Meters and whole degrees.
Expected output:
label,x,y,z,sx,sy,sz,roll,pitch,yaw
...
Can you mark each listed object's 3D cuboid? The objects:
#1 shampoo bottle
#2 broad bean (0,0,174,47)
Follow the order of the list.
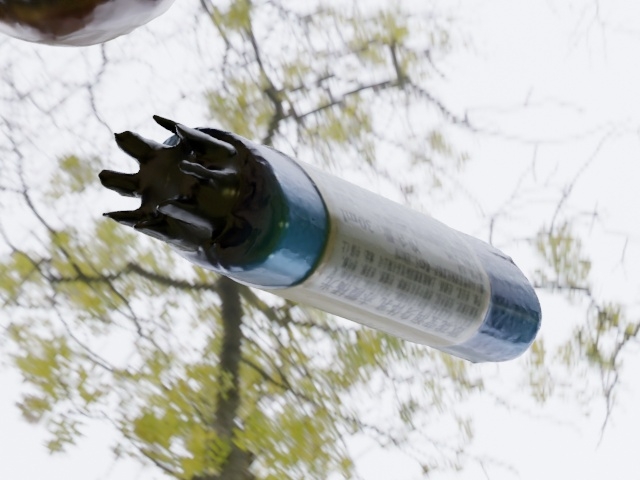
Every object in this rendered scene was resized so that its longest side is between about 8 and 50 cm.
label,x,y,z,sx,sy,sz,roll,pitch,yaw
shampoo bottle,0.000,0.000,0.655,0.087,0.183,0.050,34,-81,48
broad bean,-0.103,-0.183,0.770,0.156,0.122,0.228,2,-129,13
